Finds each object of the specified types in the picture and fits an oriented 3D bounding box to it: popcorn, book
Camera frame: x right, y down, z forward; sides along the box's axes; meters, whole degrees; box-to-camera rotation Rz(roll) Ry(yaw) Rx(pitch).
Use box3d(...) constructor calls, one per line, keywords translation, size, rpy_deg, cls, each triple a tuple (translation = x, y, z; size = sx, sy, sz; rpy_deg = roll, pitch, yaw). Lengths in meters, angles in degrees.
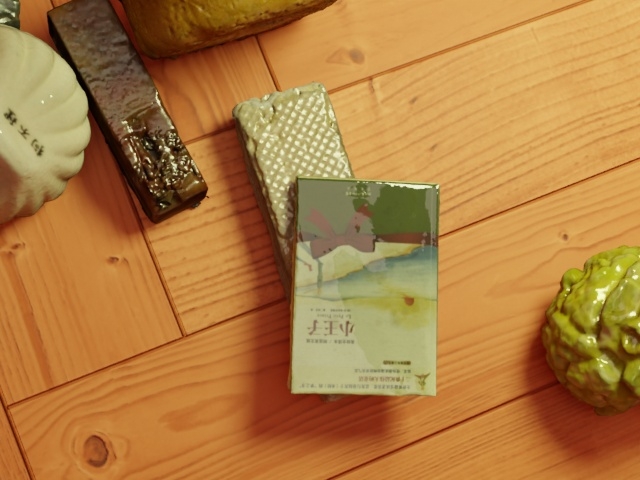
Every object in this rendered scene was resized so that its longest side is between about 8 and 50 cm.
box3d(translation=(0.433, 0.125, 1.699), size=(0.259, 0.212, 0.259), rpy_deg=(0, 80, -2), cls="popcorn")
box3d(translation=(0.058, 0.058, 1.649), size=(0.201, 0.026, 0.290), rpy_deg=(2, 81, -11), cls="book")

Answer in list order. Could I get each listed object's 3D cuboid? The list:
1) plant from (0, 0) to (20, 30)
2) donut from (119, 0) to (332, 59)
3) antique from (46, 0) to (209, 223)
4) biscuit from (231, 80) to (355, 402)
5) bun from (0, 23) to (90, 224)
box3d(translation=(-0.518, -0.308, 1.631), size=(0.256, 0.142, 0.164), rpy_deg=(-2, 82, -13), cls="plant")
box3d(translation=(-0.107, -0.347, 1.646), size=(0.317, 0.299, 0.150), rpy_deg=(-18, 96, 20), cls="donut")
box3d(translation=(-0.257, -0.176, 1.679), size=(0.087, 0.093, 0.310), rpy_deg=(-27, 87, -13), cls="antique")
box3d(translation=(0.000, 0.000, 1.703), size=(0.144, 0.078, 0.426), rpy_deg=(-16, 83, -11), cls="biscuit")
box3d(translation=(-0.401, -0.132, 1.558), size=(0.263, 0.175, 0.263), rpy_deg=(-9, 112, -24), cls="bun")
